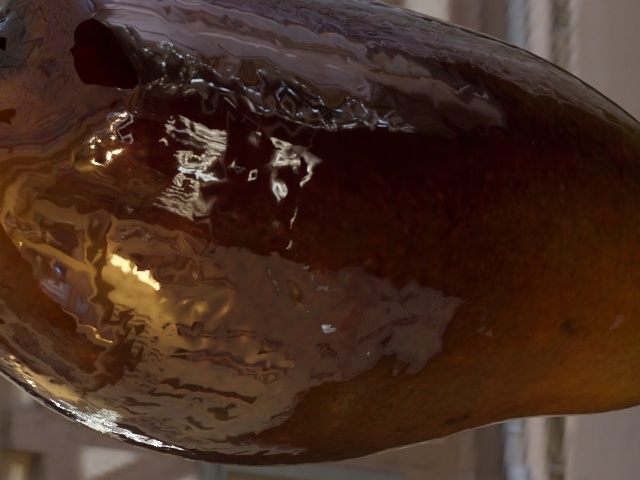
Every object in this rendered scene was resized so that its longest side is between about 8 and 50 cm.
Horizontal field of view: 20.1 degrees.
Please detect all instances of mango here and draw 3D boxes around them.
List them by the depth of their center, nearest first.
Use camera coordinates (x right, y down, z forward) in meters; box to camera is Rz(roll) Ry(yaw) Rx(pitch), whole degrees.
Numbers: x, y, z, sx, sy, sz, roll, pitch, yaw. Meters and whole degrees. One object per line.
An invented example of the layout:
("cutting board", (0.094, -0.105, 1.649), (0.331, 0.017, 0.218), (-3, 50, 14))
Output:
("mango", (0.000, 0.000, 0.489), (0.111, 0.267, 0.133), (33, -72, 53))
